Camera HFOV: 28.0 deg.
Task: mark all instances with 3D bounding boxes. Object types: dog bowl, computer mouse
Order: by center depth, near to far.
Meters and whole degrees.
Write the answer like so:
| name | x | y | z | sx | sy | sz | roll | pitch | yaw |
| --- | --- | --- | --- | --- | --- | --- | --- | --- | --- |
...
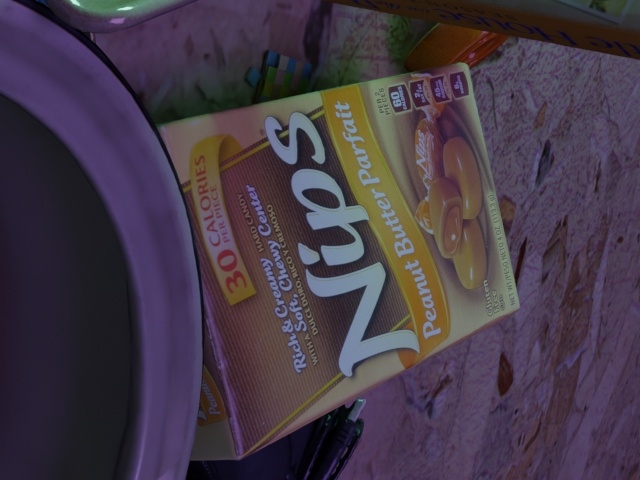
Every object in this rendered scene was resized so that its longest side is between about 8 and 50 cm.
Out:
| name | x | y | z | sx | sy | sz | roll | pitch | yaw |
| --- | --- | --- | --- | --- | --- | --- | --- | --- | --- |
| dog bowl | -0.227 | 0.087 | 0.484 | 0.408 | 0.150 | 0.408 | -35 | 133 | -47 |
| computer mouse | -0.038 | 0.134 | 0.890 | 0.188 | 0.072 | 0.272 | -55 | 145 | -26 |

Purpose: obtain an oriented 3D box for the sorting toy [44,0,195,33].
| name | x | y | z | sx | sy | sz | roll | pitch | yaw |
| --- | --- | --- | --- | --- | --- | --- | --- | --- | --- |
| sorting toy | -0.094 | -0.184 | 0.513 | 0.196 | 0.047 | 0.347 | 55 | 28 | -5 |

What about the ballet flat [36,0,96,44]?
| name | x | y | z | sx | sy | sz | roll | pitch | yaw |
| --- | --- | --- | --- | --- | --- | --- | --- | --- | --- |
| ballet flat | -0.141 | -0.102 | 0.603 | 0.080 | 0.073 | 0.232 | -56 | 145 | -62 |

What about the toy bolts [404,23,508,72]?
| name | x | y | z | sx | sy | sz | roll | pitch | yaw |
| --- | --- | --- | --- | --- | --- | --- | --- | --- | --- |
| toy bolts | 0.095 | -0.232 | 0.916 | 0.218 | 0.158 | 0.228 | -40 | 172 | 24 |

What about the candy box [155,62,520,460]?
| name | x | y | z | sx | sy | sz | roll | pitch | yaw |
| --- | --- | --- | --- | --- | --- | --- | --- | --- | --- |
| candy box | 0.000 | 0.000 | 0.803 | 0.316 | 0.087 | 0.183 | -20 | 98 | -52 |

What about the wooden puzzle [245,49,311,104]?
| name | x | y | z | sx | sy | sz | roll | pitch | yaw |
| --- | --- | --- | --- | --- | --- | --- | --- | --- | --- |
| wooden puzzle | -0.026 | -0.098 | 0.858 | 0.083 | 0.006 | 0.049 | 6 | 99 | -59 |

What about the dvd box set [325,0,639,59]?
| name | x | y | z | sx | sy | sz | roll | pitch | yaw |
| --- | --- | --- | --- | --- | --- | --- | --- | --- | --- |
| dvd box set | 0.129 | -0.251 | 0.629 | 0.062 | 0.420 | 0.308 | 17 | 89 | -59 |
